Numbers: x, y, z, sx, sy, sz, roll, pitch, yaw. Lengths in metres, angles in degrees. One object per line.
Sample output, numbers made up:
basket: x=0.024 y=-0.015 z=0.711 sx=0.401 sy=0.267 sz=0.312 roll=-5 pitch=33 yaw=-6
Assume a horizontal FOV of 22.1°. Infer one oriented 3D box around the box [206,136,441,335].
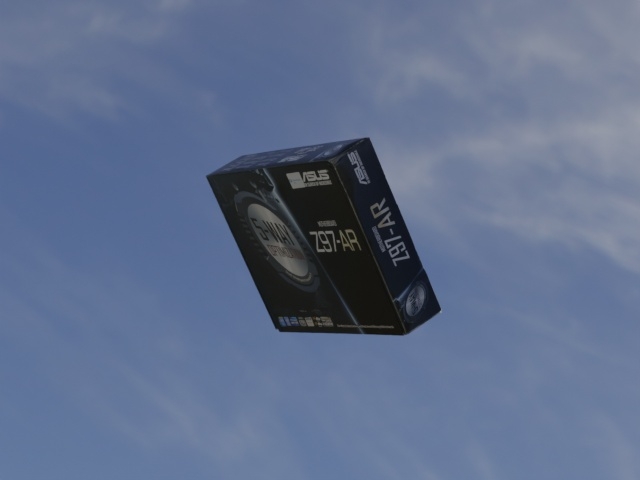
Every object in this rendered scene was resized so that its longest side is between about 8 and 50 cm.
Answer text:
box: x=0.000 y=0.000 z=0.578 sx=0.083 sy=0.018 sz=0.067 roll=-2 pitch=-65 yaw=56
